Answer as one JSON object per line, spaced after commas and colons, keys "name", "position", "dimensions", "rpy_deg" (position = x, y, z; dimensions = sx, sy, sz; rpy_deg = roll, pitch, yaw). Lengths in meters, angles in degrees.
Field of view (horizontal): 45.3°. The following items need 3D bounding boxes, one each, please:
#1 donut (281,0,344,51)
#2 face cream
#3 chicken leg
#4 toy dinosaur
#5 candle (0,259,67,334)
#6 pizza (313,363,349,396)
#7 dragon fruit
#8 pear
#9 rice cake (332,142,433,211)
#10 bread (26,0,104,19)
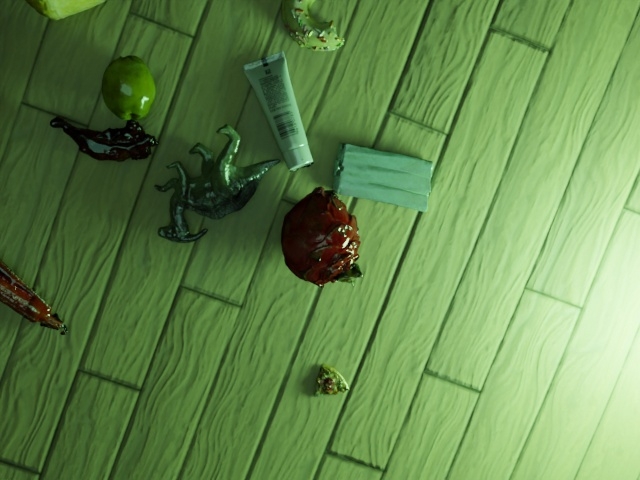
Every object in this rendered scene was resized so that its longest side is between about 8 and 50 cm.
{"name": "donut", "position": [-0.024, -0.463, 1.568], "dimensions": [0.108, 0.065, 0.165], "rpy_deg": [-18, 98, -1]}
{"name": "face cream", "position": [-0.081, -0.264, 1.597], "dimensions": [0.092, 0.058, 0.243], "rpy_deg": [-19, 92, 4]}
{"name": "chicken leg", "position": [-0.443, -0.207, 1.578], "dimensions": [0.219, 0.048, 0.089], "rpy_deg": [2, 94, -4]}
{"name": "toy dinosaur", "position": [-0.233, -0.117, 1.594], "dimensions": [0.294, 0.077, 0.162], "rpy_deg": [-33, 103, 15]}
{"name": "candle", "position": [-0.646, 0.096, 1.595], "dimensions": [0.302, 0.059, 0.084], "rpy_deg": [39, 102, -8]}
{"name": "pizza", "position": [0.017, 0.320, 1.685], "dimensions": [0.083, 0.025, 0.078], "rpy_deg": [42, 90, -8]}
{"name": "dragon fruit", "position": [0.000, 0.000, 1.577], "dimensions": [0.172, 0.172, 0.209], "rpy_deg": [-15, 69, -2]}
{"name": "pear", "position": [-0.388, -0.307, 1.545], "dimensions": [0.107, 0.107, 0.131], "rpy_deg": [-14, 86, -2]}
{"name": "rice cake", "position": [0.132, -0.135, 1.633], "dimensions": [0.211, 0.038, 0.124], "rpy_deg": [7, 97, -5]}
{"name": "bread", "position": [-0.513, -0.527, 1.477], "dimensions": [0.171, 0.197, 0.197], "rpy_deg": [-21, 98, -14]}
